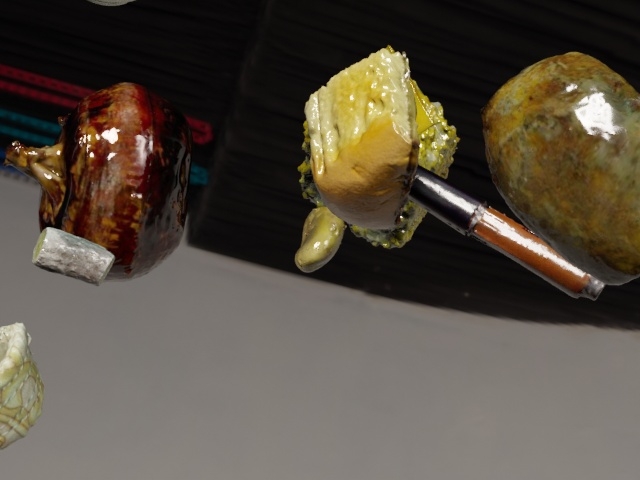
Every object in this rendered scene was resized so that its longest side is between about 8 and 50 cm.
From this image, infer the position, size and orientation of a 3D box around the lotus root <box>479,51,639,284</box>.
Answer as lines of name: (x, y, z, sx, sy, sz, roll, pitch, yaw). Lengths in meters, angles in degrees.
lotus root: (0.354, -0.106, 1.263, 0.210, 0.314, 0.142, -41, -10, -9)

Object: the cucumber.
cucumber: (-0.353, 0.025, 1.367, 0.064, 0.111, 0.064, -53, 23, 35)

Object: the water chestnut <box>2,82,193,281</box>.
water chestnut: (-0.372, -0.105, 1.582, 0.350, 0.302, 0.351, -33, 52, 58)

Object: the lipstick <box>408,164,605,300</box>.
lipstick: (0.333, -0.014, 1.764, 0.077, 0.418, 0.077, -51, -17, -23)

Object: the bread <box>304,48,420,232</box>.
bread: (0.063, -0.124, 1.364, 0.262, 0.162, 0.204, 93, 171, -59)

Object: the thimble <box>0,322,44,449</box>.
thimble: (-0.520, 0.232, 1.505, 0.190, 0.137, 0.144, -54, -36, -45)

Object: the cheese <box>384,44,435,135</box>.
cheese: (0.133, -0.229, 1.652, 0.093, 0.126, 0.171, -31, 50, 11)

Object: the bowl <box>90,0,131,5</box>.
bowl: (-0.479, -0.623, 2.135, 0.277, 0.277, 0.145, -86, 11, -47)

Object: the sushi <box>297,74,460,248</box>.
sushi: (0.120, -0.206, 2.217, 0.240, 0.351, 0.397, -48, -18, -38)

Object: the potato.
potato: (0.000, 0.000, 1.747, 0.091, 0.070, 0.138, -33, 32, 51)
